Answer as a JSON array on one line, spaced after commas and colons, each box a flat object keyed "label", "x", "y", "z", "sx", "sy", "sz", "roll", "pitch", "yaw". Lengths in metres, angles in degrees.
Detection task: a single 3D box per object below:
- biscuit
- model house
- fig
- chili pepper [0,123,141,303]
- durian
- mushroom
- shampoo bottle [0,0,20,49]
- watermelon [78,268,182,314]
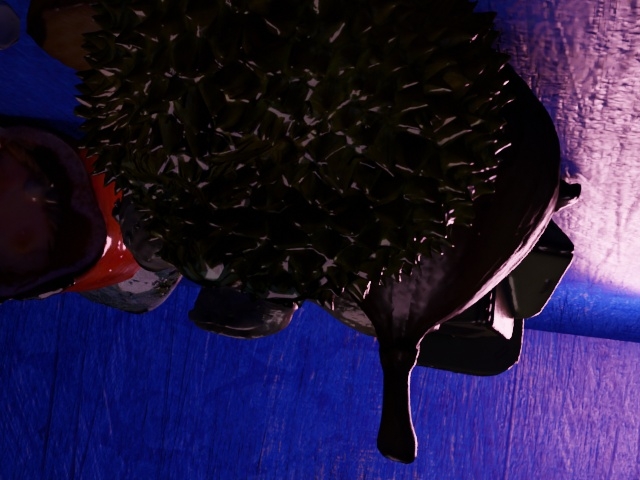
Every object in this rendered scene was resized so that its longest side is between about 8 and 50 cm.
[{"label": "biscuit", "x": -0.141, "y": -0.165, "z": 0.954, "sx": 0.229, "sy": 0.031, "sz": 0.176, "roll": 0, "pitch": 169, "yaw": 37}, {"label": "model house", "x": 0.207, "y": 0.037, "z": 1.413, "sx": 0.205, "sy": 0.218, "sz": 0.279, "roll": 10, "pitch": 167, "yaw": -17}, {"label": "fig", "x": 0.083, "y": 0.012, "z": 0.939, "sx": 0.217, "sy": 0.321, "sz": 0.217, "roll": 3, "pitch": 171, "yaw": 0}, {"label": "chili pepper", "x": -0.349, "y": -0.016, "z": 1.539, "sx": 0.251, "sy": 0.229, "sz": 0.305, "roll": -9, "pitch": 169, "yaw": 5}, {"label": "durian", "x": -0.012, "y": -0.089, "z": 0.741, "sx": 0.291, "sy": 0.224, "sz": 0.291, "roll": 16, "pitch": 138, "yaw": 15}, {"label": "mushroom", "x": -0.037, "y": -0.021, "z": 1.126, "sx": 0.344, "sy": 0.247, "sz": 0.130, "roll": 25, "pitch": 167, "yaw": 22}, {"label": "shampoo bottle", "x": -0.332, "y": -0.172, "z": 0.940, "sx": 0.192, "sy": 0.074, "sz": 0.074, "roll": 7, "pitch": 172, "yaw": 17}, {"label": "watermelon", "x": -0.334, "y": 0.010, "z": 1.809, "sx": 0.175, "sy": 0.188, "sz": 0.322, "roll": 9, "pitch": 167, "yaw": -38}]
